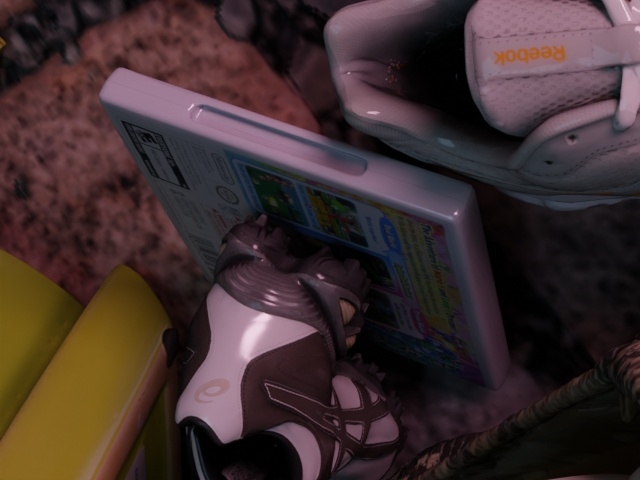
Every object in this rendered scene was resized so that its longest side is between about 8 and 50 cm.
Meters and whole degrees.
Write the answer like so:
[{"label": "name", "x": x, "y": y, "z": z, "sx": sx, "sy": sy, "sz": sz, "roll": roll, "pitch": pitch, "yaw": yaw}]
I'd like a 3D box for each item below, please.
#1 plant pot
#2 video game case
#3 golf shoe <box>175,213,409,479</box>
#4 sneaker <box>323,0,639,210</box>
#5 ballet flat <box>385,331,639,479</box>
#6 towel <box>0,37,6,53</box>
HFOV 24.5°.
[{"label": "plant pot", "x": -0.180, "y": 0.130, "z": 0.670, "sx": 0.207, "sy": 0.227, "sz": 0.228, "roll": 7, "pitch": 120, "yaw": 10}, {"label": "video game case", "x": 0.000, "y": 0.000, "z": 0.571, "sx": 0.143, "sy": 0.019, "sz": 0.157, "roll": 20, "pitch": 159, "yaw": 21}, {"label": "golf shoe", "x": -0.019, "y": 0.073, "z": 0.595, "sx": 0.077, "sy": 0.094, "sz": 0.198, "roll": 18, "pitch": 155, "yaw": 22}, {"label": "sneaker", "x": 0.110, "y": -0.049, "z": 0.424, "sx": 0.262, "sy": 0.121, "sz": 0.099, "roll": -6, "pitch": 86, "yaw": 46}, {"label": "ballet flat", "x": 0.040, "y": 0.140, "z": 0.516, "sx": 0.483, "sy": 0.182, "sz": 0.164, "roll": 127, "pitch": 135, "yaw": -55}, {"label": "towel", "x": -0.232, "y": -0.039, "z": 0.741, "sx": 0.102, "sy": 0.021, "sz": 0.237, "roll": 41, "pitch": 129, "yaw": 9}]
